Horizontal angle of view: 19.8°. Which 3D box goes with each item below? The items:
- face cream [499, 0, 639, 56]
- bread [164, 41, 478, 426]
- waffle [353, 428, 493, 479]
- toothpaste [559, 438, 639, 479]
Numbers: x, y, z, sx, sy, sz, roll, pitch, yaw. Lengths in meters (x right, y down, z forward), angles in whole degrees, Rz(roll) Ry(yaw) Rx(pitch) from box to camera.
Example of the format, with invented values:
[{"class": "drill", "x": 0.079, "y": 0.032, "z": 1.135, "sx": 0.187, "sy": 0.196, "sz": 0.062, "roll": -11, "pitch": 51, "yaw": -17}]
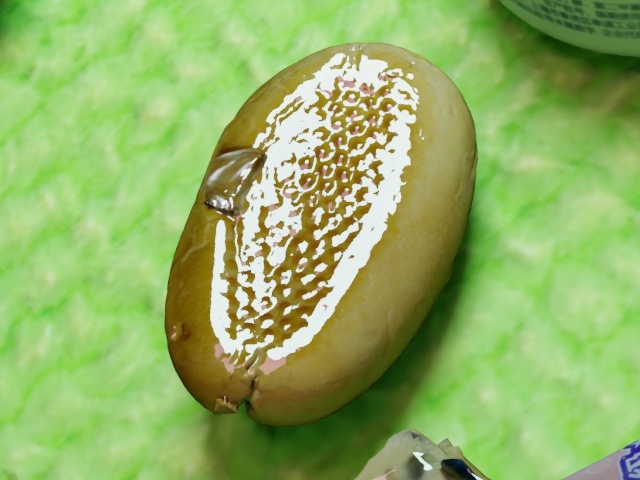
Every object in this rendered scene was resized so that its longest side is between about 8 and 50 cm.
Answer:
[{"class": "face cream", "x": 0.152, "y": -0.183, "z": 0.804, "sx": 0.206, "sy": 0.111, "sz": 0.206, "roll": -11, "pitch": 55, "yaw": 15}, {"class": "bread", "x": 0.000, "y": 0.000, "z": 0.766, "sx": 0.114, "sy": 0.077, "sz": 0.189, "roll": 19, "pitch": 64, "yaw": 10}, {"class": "waffle", "x": 0.005, "y": 0.267, "z": 0.535, "sx": 0.376, "sy": 0.114, "sz": 0.261, "roll": -48, "pitch": 47, "yaw": -9}, {"class": "toothpaste", "x": 0.120, "y": 0.098, "z": 0.673, "sx": 0.194, "sy": 0.043, "sz": 0.067, "roll": -32, "pitch": 56, "yaw": 7}]
